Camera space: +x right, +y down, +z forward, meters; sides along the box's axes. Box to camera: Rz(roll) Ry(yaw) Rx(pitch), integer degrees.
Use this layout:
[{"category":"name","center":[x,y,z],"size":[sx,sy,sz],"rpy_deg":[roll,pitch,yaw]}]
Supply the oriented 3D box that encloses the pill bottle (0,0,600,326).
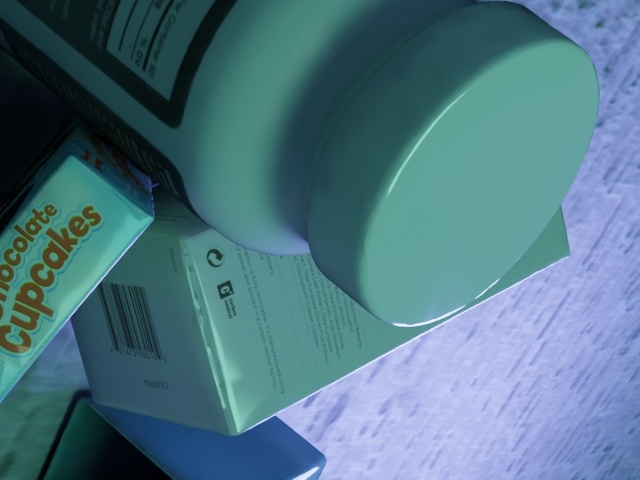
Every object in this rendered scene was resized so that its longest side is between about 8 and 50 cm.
[{"category":"pill bottle","center":[-0.036,-0.121,0.798],"size":[0.210,0.363,0.210],"rpy_deg":[-33,145,-27]}]

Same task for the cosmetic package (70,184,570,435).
[{"category":"cosmetic package","center":[0.000,0.000,1.099],"size":[0.366,0.197,0.155],"rpy_deg":[-23,106,-35]}]

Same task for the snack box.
[{"category":"snack box","center":[-0.182,0.015,0.848],"size":[0.187,0.060,0.322],"rpy_deg":[-50,-167,3]}]

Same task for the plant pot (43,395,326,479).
[{"category":"plant pot","center":[-0.113,0.231,1.275],"size":[0.234,0.165,0.165],"rpy_deg":[-11,131,-56]}]
